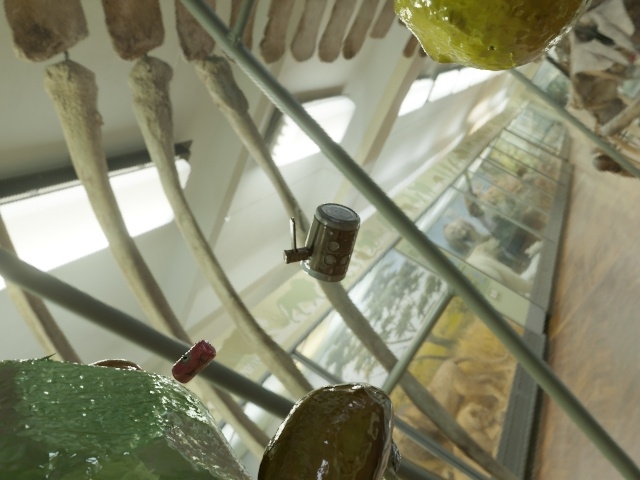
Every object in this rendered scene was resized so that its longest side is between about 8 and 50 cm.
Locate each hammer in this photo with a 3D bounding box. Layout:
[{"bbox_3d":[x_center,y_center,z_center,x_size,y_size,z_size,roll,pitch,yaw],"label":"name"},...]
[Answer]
[{"bbox_3d":[-0.211,0.201,0.949,0.083,0.043,0.043,-43,-10,8],"label":"hammer"}]

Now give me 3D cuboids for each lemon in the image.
[{"bbox_3d":[0.297,-0.473,0.948,0.387,0.349,0.350,-58,-12,17],"label":"lemon"}]

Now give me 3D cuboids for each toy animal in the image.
[{"bbox_3d":[0.102,0.386,0.986,0.098,0.137,0.098,-28,-44,-30],"label":"toy animal"}]

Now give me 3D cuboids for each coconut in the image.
[{"bbox_3d":[-0.202,0.259,0.524,0.328,0.328,0.281,96,-167,-64],"label":"coconut"}]

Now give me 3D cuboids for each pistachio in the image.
[{"bbox_3d":[-0.001,0.190,0.442,0.100,0.110,0.189,-15,39,35],"label":"pistachio"}]

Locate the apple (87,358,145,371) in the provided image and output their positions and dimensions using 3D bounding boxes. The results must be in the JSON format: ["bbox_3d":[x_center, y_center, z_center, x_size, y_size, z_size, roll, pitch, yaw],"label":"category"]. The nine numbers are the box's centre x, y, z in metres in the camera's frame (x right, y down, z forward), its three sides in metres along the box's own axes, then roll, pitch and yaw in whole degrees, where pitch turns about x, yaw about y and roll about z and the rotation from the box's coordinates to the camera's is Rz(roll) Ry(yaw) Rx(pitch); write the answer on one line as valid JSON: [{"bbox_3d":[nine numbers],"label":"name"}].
[{"bbox_3d":[-0.374,0.305,1.003,0.174,0.188,0.188,-40,-21,-50],"label":"apple"}]

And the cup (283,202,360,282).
[{"bbox_3d":[0.002,-0.003,0.842,0.074,0.102,0.099,-79,4,-65],"label":"cup"}]
